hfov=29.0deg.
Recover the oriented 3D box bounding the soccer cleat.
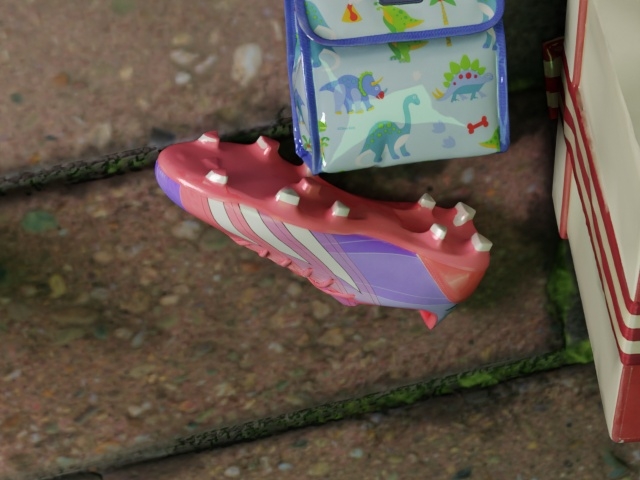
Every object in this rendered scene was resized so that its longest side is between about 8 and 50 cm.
[{"bbox_3d":[0.000,0.000,0.837,0.248,0.083,0.095,14,121,-24],"label":"soccer cleat"}]

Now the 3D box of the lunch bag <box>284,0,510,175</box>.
[{"bbox_3d":[0.045,-0.124,0.765,0.129,0.096,0.151,-7,104,-9],"label":"lunch bag"}]

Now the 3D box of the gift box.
[{"bbox_3d":[0.278,-0.062,0.738,0.255,0.258,0.276,-1,136,-1],"label":"gift box"}]
